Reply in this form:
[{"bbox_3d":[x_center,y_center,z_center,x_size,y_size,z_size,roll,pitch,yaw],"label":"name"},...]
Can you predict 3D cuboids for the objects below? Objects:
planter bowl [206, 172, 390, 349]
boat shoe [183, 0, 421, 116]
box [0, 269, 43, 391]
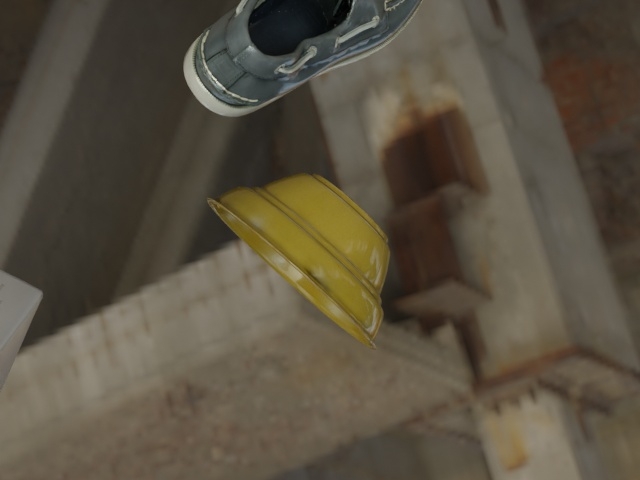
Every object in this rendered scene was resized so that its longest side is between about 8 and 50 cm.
[{"bbox_3d":[0.000,0.000,1.726,0.090,0.217,0.217,-49,157,-6],"label":"planter bowl"},{"bbox_3d":[0.016,-0.219,1.611,0.319,0.116,0.099,-38,180,-34],"label":"boat shoe"},{"bbox_3d":[-0.421,0.079,1.365,0.345,0.168,0.215,26,116,-1],"label":"box"}]
